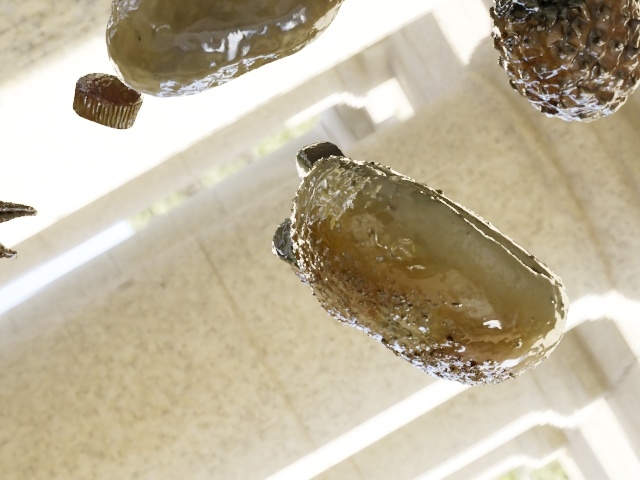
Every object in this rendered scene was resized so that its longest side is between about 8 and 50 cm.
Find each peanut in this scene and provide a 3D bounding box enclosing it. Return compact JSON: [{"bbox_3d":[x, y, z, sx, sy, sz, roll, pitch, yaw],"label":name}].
[{"bbox_3d":[-0.071,-0.198,0.989,0.129,0.224,0.129,158,90,-87],"label":"peanut"}]

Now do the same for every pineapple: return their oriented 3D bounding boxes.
[{"bbox_3d":[0.220,-0.228,1.157,0.158,0.158,0.279,59,-170,33],"label":"pineapple"}]

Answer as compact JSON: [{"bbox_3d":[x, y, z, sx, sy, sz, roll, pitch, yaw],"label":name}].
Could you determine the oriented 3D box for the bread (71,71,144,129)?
[{"bbox_3d":[-0.251,-0.172,1.449,0.085,0.085,0.053,58,135,52],"label":"bread"}]

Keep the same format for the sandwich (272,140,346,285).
[{"bbox_3d":[0.000,0.000,2.023,0.301,0.162,0.250,95,154,-64],"label":"sandwich"}]

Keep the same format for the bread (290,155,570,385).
[{"bbox_3d":[0.097,0.038,1.224,0.305,0.159,0.305,33,179,0],"label":"bread"}]

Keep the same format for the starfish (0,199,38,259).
[{"bbox_3d":[-0.487,-0.028,1.605,0.227,0.240,0.043,5,-135,-39],"label":"starfish"}]
